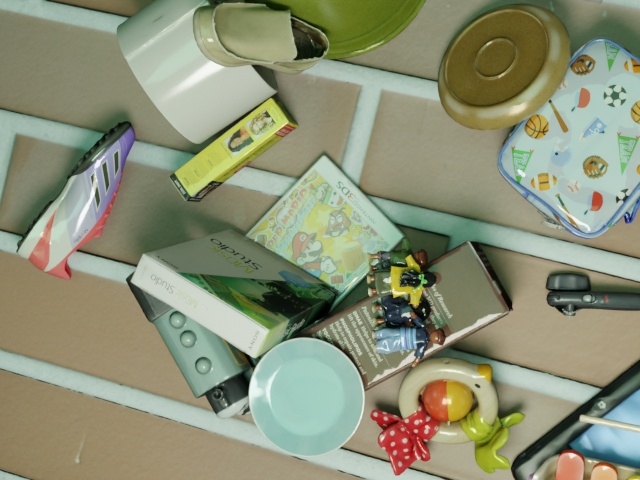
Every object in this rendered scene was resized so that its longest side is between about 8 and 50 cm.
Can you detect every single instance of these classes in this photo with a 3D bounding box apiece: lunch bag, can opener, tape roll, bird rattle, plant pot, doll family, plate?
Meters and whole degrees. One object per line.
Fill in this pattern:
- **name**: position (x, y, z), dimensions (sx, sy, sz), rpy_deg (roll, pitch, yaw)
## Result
- **lunch bag**: position (0.446, -0.155, 1.622), dimensions (0.243, 0.115, 0.303), rpy_deg (39, 96, 8)
- **can opener**: position (0.464, 0.096, 1.640), dimensions (0.186, 0.059, 0.073), rpy_deg (6, 90, 13)
- **tape roll**: position (-0.207, -0.310, 1.700), dimensions (0.169, 0.246, 0.246), rpy_deg (-32, 83, 11)
- **bird rattle**: position (0.205, 0.279, 1.649), dimensions (0.253, 0.143, 0.207), rpy_deg (4, 117, 21)
- **plant pot**: position (-0.010, -0.508, 1.603), dimensions (0.366, 0.353, 0.366), rpy_deg (0, 89, 12)
- **doll family**: position (0.132, 0.094, 1.518), dimensions (0.111, 0.076, 0.193), rpy_deg (-5, 92, 9)
- **plant pot**: position (0.292, -0.293, 1.638), dimensions (0.236, 0.032, 0.236), rpy_deg (-16, 60, 30)
- **plate**: position (-0.021, 0.246, 1.572), dimensions (0.188, 0.024, 0.188), rpy_deg (0, 89, 13)

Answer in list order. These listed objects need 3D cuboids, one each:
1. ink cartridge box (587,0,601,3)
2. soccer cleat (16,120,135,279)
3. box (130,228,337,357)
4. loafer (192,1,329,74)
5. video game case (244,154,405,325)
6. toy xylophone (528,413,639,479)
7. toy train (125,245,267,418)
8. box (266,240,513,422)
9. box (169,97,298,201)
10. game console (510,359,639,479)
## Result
- **ink cartridge box**: position (0.427, -0.556, 1.573), dimensions (0.129, 0.223, 0.307), rpy_deg (15, 93, 12)
- **soccer cleat**: position (-0.422, -0.074, 1.828), dimensions (0.116, 0.108, 0.318), rpy_deg (37, 94, -12)
- **box**: position (-0.127, 0.075, 1.611), dimensions (0.232, 0.322, 0.058), rpy_deg (30, 107, 13)
- **loafer**: position (-0.087, -0.323, 1.559), dimensions (0.092, 0.268, 0.102), rpy_deg (-14, 83, 39)
- **video game case**: position (0.000, 0.000, 1.761), dimensions (0.227, 0.026, 0.206), rpy_deg (-46, 80, 8)
- **toy xylophone**: position (0.477, 0.394, 1.535), dimensions (0.322, 0.081, 0.236), rpy_deg (1, 112, 23)
- **toy train**: position (-0.207, 0.157, 1.720), dimensions (0.142, 0.190, 0.334), rpy_deg (-31, 83, 11)
- **box**: position (0.119, 0.147, 1.649), dimensions (0.381, 0.191, 0.143), rpy_deg (-28, 84, 10)
- **box**: position (-0.153, -0.158, 1.767), dimensions (0.232, 0.087, 0.058), rpy_deg (-37, 84, 8)
- **game console**: position (0.559, 0.387, 1.616), dimensions (0.386, 0.060, 0.342), rpy_deg (-41, 82, 8)
